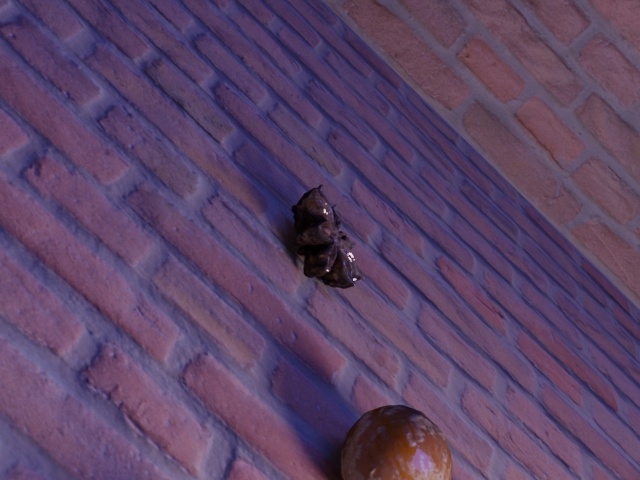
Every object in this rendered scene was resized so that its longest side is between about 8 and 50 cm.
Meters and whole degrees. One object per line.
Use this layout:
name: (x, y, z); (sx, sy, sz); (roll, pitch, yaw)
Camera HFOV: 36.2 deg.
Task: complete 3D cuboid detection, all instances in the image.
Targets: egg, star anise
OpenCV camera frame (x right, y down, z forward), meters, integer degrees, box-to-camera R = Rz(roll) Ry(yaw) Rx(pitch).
egg: (0.130, 0.380, 1.658); (0.195, 0.195, 0.233); (37, -2, -20)
star anise: (0.000, 0.000, 2.082); (0.236, 0.109, 0.223); (-34, 105, -76)
